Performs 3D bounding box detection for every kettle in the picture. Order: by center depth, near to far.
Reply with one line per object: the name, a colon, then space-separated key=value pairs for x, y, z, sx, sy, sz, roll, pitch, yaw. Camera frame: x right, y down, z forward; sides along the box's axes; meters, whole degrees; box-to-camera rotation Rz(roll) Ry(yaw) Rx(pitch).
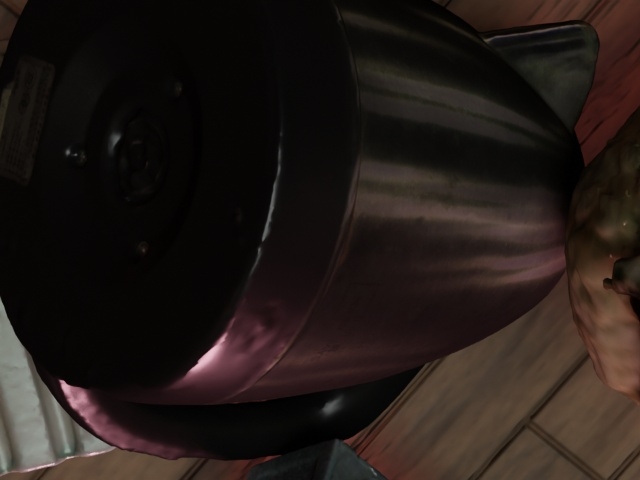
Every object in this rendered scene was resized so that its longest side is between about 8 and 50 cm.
kettle: x=0.011 y=-0.006 z=0.825 sx=0.271 sy=0.207 sz=0.251 roll=4 pitch=94 yaw=-43

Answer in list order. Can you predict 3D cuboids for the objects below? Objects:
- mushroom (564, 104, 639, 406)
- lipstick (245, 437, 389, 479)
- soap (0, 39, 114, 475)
mushroom: x=0.231 y=-0.041 z=0.850 sx=0.344 sy=0.130 sz=0.247 roll=-39 pitch=134 yaw=-28
lipstick: x=0.083 y=0.223 z=0.949 sx=0.068 sy=0.066 sz=0.317 roll=-24 pitch=124 yaw=39
soap: x=-0.174 y=0.014 z=0.876 sx=0.119 sy=0.066 sz=0.198 roll=-13 pitch=108 yaw=-4
